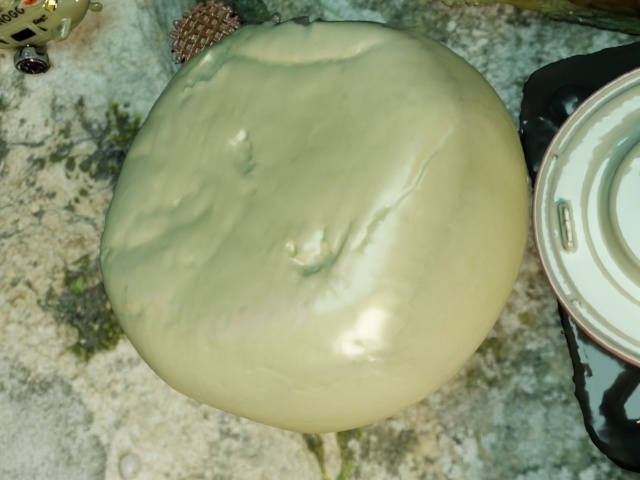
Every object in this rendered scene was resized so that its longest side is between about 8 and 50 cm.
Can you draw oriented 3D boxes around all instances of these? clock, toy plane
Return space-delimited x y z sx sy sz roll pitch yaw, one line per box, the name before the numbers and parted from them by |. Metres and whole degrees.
clock | 0.276 -0.019 0.651 0.244 0.056 0.244 -4 75 14
toy plane | -0.368 -0.228 0.989 0.286 0.108 0.092 -17 70 24

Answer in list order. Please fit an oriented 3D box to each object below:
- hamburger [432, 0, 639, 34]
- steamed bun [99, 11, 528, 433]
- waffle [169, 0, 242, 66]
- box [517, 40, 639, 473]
hamburger | 0.238 -0.306 0.808 0.309 0.132 0.211 13 80 22
steamed bun | 0.000 0.000 0.730 0.334 0.233 0.312 21 81 40
waffle | -0.119 -0.213 0.943 0.083 0.029 0.075 -25 67 10
box | 0.346 -0.015 0.706 0.350 0.091 0.359 -13 72 13
